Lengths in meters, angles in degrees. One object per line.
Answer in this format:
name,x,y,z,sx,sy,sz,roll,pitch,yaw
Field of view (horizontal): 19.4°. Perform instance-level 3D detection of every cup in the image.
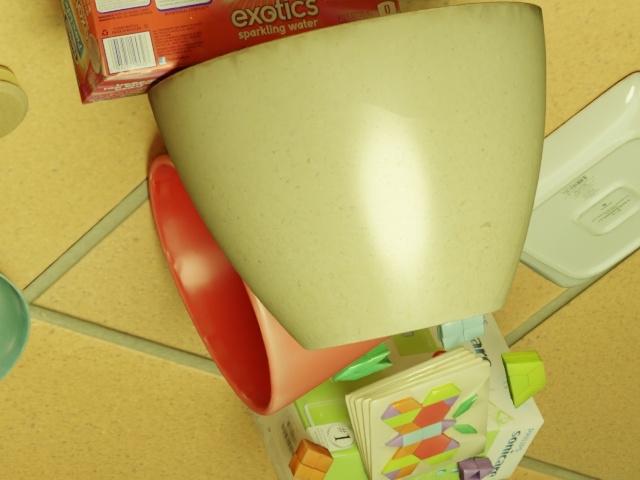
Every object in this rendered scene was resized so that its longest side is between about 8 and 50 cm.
cup,0.045,-0.041,1.538,0.331,0.237,0.331,-13,178,0

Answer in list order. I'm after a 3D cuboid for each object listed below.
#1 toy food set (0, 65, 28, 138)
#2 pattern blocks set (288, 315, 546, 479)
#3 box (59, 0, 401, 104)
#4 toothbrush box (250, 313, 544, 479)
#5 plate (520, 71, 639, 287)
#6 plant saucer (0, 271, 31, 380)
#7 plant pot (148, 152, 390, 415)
toy food set,-0.299,-0.116,1.647,0.082,0.020,0.083,-23,147,0
pattern blocks set,0.105,0.192,1.959,0.285,0.026,0.325,-27,142,0
box,-0.077,-0.201,1.530,0.257,0.128,0.122,-12,178,-18
toothbrush box,0.075,0.174,2.116,0.283,0.206,0.122,-5,142,-25
plate,0.317,-0.049,2.096,0.277,0.045,0.278,-37,144,21
plant saucer,-0.445,0.098,1.841,0.317,0.043,0.317,-16,146,-12
plant pot,0.000,0.000,1.797,0.243,0.275,0.275,-23,148,-16
